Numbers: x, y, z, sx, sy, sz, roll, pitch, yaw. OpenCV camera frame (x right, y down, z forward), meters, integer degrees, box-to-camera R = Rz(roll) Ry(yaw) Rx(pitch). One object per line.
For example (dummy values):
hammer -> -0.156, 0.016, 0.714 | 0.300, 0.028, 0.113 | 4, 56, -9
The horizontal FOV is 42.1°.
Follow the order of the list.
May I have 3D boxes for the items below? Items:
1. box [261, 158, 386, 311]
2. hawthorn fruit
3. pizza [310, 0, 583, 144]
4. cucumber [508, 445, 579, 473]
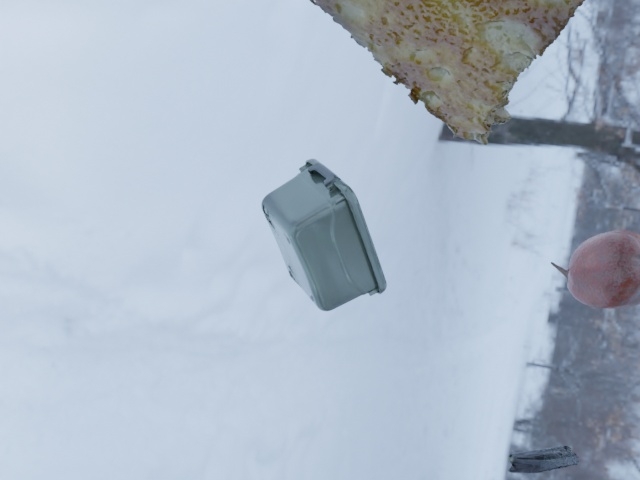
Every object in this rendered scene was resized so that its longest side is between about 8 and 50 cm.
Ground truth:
box -> 0.000, 0.000, 1.019 | 0.093, 0.124, 0.172 | -30, 126, -11
hawthorn fruit -> 0.740, 0.077, 2.185 | 0.211, 0.262, 0.210 | 8, 80, -51
pizza -> 0.165, -0.295, 1.103 | 0.130, 0.440, 0.406 | -64, 151, -27
cucumber -> 0.330, 0.326, 1.227 | 0.135, 0.034, 0.033 | 1, 100, -37
